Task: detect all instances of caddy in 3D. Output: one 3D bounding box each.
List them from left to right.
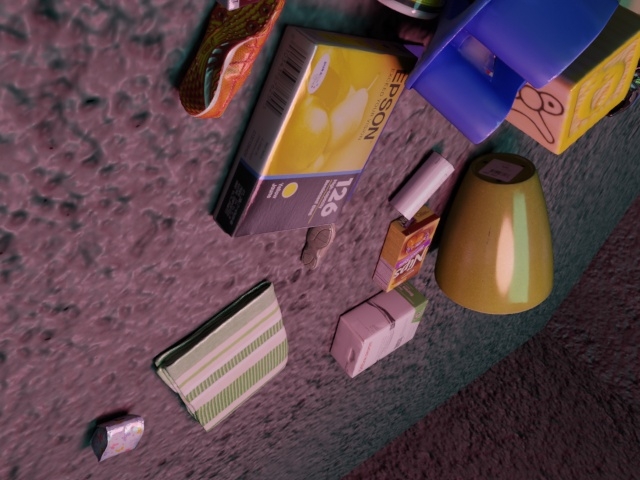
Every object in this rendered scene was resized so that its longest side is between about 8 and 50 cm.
[{"bbox_3d":[0.248,-0.290,0.877,0.241,0.179,0.341,-45,-179,44],"label":"caddy"}]

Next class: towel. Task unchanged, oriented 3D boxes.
[{"bbox_3d":[-0.170,0.232,1.237,0.248,0.038,0.325,-37,149,-18],"label":"towel"}]

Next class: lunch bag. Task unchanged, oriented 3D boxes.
[{"bbox_3d":[-0.350,0.334,1.111,0.071,0.053,0.083,-11,147,-44],"label":"lunch bag"}]

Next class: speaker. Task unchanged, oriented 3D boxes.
[{"bbox_3d":[0.197,-0.106,1.253,0.136,0.055,0.055,-49,152,8],"label":"speaker"}]

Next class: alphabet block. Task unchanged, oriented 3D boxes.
[{"bbox_3d":[0.411,-0.307,1.121,0.193,0.197,0.192,-40,152,-9],"label":"alphabet block"}]

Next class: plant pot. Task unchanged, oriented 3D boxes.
[{"bbox_3d":[0.397,-0.035,1.436,0.274,0.274,0.294,-29,133,-28],"label":"plant pot"}]

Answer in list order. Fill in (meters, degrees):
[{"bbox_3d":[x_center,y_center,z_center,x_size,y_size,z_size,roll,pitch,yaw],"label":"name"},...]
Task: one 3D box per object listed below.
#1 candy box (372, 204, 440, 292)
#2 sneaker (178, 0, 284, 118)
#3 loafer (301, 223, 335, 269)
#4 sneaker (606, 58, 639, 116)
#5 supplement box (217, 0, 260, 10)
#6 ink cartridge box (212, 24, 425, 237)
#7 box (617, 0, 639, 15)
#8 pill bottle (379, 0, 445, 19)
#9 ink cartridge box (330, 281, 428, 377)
[{"bbox_3d":[0.187,0.020,1.413,0.109,0.053,0.187,-27,149,-31],"label":"candy box"},{"bbox_3d":[-0.098,-0.216,0.722,0.175,0.064,0.067,-50,172,20],"label":"sneaker"},{"bbox_3d":[0.000,0.000,1.153,0.039,0.045,0.125,-42,164,-43],"label":"loafer"},{"bbox_3d":[0.605,-0.313,1.249,0.078,0.067,0.188,-39,156,-28],"label":"sneaker"},{"bbox_3d":[-0.013,-0.334,0.647,0.239,0.073,0.130,-30,148,-28],"label":"supplement box"},{"bbox_3d":[0.020,-0.150,0.946,0.307,0.072,0.304,-9,135,-45],"label":"ink cartridge box"},{"bbox_3d":[0.522,-0.432,1.181,0.148,0.121,0.311,-39,152,-14],"label":"box"},{"bbox_3d":[0.132,-0.369,0.762,0.103,0.103,0.184,-14,139,-44],"label":"pill bottle"},{"bbox_3d":[0.141,0.213,1.563,0.219,0.092,0.160,-25,146,-32],"label":"ink cartridge box"}]
